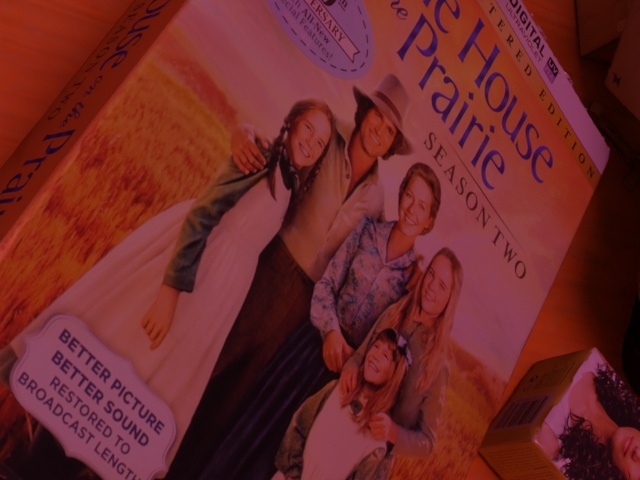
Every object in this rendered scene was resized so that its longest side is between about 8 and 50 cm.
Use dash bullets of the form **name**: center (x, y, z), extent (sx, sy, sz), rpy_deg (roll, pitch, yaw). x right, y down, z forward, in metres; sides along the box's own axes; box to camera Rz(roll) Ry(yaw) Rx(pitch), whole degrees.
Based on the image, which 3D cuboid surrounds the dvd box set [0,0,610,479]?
- **dvd box set**: center (0.000, 0.000, 0.640), extent (0.308, 0.062, 0.420), rpy_deg (51, 54, -30)

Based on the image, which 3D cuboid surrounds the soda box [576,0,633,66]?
- **soda box**: center (0.225, -0.220, 0.898), extent (0.058, 0.061, 0.181), rpy_deg (9, 71, -30)

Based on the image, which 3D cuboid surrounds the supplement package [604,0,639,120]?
- **supplement package**: center (0.337, -0.127, 0.803), extent (0.244, 0.139, 0.134), rpy_deg (-1, 34, -18)

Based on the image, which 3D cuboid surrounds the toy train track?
- **toy train track**: center (0.222, -0.068, 0.880), extent (0.083, 0.014, 0.048), rpy_deg (46, 57, -13)

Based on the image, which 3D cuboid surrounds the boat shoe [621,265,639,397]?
- **boat shoe**: center (0.419, 0.038, 0.870), extent (0.500, 0.156, 0.187), rpy_deg (-4, 43, -26)

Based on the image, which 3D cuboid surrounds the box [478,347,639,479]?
- **box**: center (0.203, 0.182, 0.765), extent (0.232, 0.058, 0.087), rpy_deg (49, 56, -12)
